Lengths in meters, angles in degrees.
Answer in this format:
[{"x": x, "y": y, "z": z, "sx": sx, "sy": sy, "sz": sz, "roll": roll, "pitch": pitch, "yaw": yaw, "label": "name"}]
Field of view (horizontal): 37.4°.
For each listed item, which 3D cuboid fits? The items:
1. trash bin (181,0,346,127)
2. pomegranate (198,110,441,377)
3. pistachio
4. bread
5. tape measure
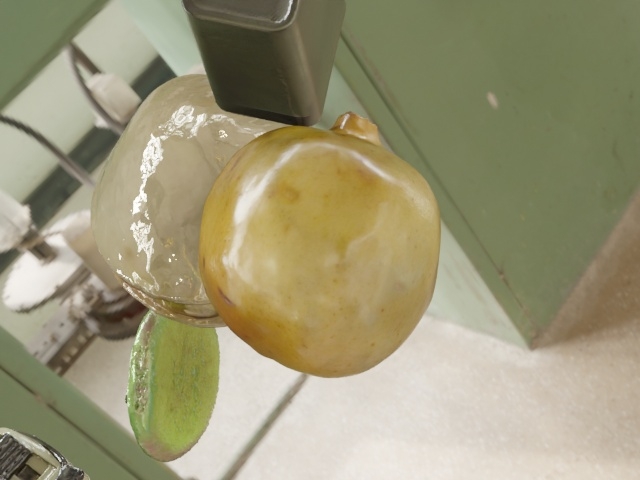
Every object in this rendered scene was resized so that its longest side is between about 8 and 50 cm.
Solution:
[{"x": -0.050, "y": -0.236, "z": 0.940, "sx": 0.122, "sy": 0.240, "sz": 0.164, "roll": 12, "pitch": 78, "yaw": 6, "label": "trash bin"}, {"x": -0.002, "y": 0.007, "z": 0.829, "sx": 0.233, "sy": 0.233, "sz": 0.233, "roll": -24, "pitch": 38, "yaw": 20, "label": "pomegranate"}, {"x": -0.154, "y": -0.068, "z": 1.386, "sx": 0.365, "sy": 0.281, "sz": 0.445, "roll": -15, "pitch": 48, "yaw": -4, "label": "pistachio"}, {"x": -0.244, "y": 0.239, "z": 1.655, "sx": 0.045, "sy": 0.301, "sz": 0.301, "roll": 2, "pitch": 50, "yaw": 21, "label": "bread"}, {"x": -0.465, "y": 0.384, "z": 1.503, "sx": 0.231, "sy": 0.271, "sz": 0.133, "roll": 31, "pitch": 57, "yaw": 15, "label": "tape measure"}]
